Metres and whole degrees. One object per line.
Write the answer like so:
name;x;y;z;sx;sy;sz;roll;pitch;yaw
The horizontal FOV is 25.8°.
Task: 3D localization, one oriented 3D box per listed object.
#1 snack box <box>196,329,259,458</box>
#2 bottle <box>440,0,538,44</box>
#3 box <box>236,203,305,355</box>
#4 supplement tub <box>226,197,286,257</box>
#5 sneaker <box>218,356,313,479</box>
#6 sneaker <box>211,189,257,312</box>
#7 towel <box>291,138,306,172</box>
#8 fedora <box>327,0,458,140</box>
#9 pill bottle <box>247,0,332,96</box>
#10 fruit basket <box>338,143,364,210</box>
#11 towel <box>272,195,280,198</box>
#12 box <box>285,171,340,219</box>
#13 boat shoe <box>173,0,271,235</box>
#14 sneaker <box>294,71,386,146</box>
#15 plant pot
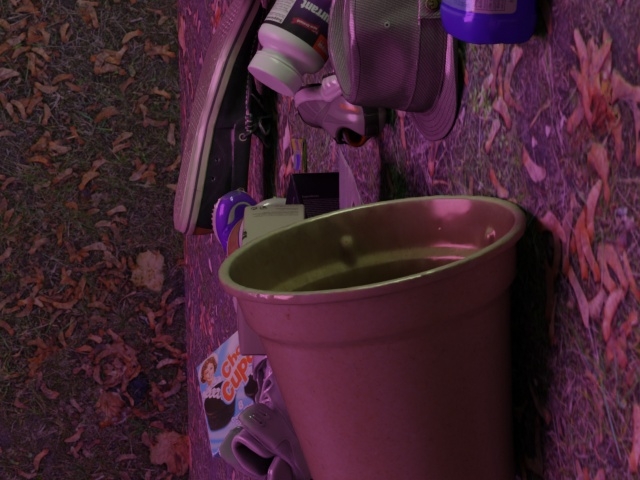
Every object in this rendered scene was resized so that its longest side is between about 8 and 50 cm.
snack box;-0.080;0.209;2.334;0.322;0.060;0.187;-43;44;31
bottle;0.176;-0.344;1.406;0.118;0.092;0.282;-125;34;-67
box;-0.066;0.051;1.972;0.275;0.094;0.113;-90;-1;-66
supplement tub;-0.086;0.011;2.450;0.200;0.144;0.144;145;121;-74
sneaker;-0.070;0.218;2.100;0.365;0.210;0.137;58;146;20
sneaker;-0.113;0.045;2.642;0.146;0.102;0.293;34;143;53
towel;-0.039;-0.153;2.500;0.083;0.009;0.060;-153;59;-74
fedora;0.081;-0.259;1.746;0.244;0.124;0.275;-160;67;-76
pill bottle;-0.023;-0.309;2.014;0.193;0.108;0.108;-59;12;-7
fruit basket;0.063;0.066;1.897;0.353;0.166;0.327;-93;1;-72
towel;-0.089;-0.006;2.728;0.152;0.023;0.113;119;143;-62
box;0.000;0.000;2.204;0.156;0.093;0.158;102;158;-45
boat shoe;-0.169;-0.240;2.731;0.187;0.156;0.500;-117;38;-69
sneaker;0.028;-0.184;2.044;0.271;0.100;0.108;173;88;-76
plant pot;0.083;0.143;1.528;0.334;0.334;0.305;-141;38;-72
